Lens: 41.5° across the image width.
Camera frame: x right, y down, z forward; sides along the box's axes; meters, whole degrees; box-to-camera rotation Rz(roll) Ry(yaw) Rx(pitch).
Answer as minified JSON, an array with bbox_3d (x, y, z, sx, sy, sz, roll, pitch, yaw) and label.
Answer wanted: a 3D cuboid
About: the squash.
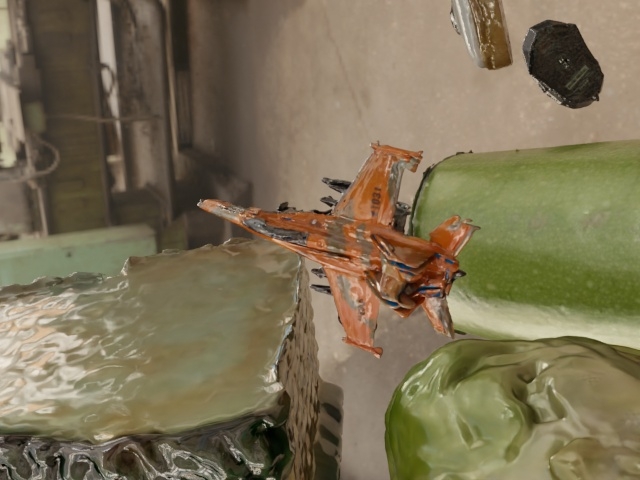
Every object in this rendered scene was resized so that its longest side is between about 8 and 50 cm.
[{"bbox_3d":[0.315,0.012,1.002,0.384,0.263,0.262,3,101,49],"label":"squash"}]

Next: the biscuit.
[{"bbox_3d":[0.126,-0.236,0.723,0.208,0.049,0.180,-75,-32,-56],"label":"biscuit"}]

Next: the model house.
[{"bbox_3d":[-0.197,0.262,0.904,0.395,0.446,0.399,-89,-10,-64],"label":"model house"}]

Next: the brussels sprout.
[{"bbox_3d":[0.211,0.189,0.699,0.317,0.274,0.242,1,65,47],"label":"brussels sprout"}]

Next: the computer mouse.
[{"bbox_3d":[0.372,-0.273,1.310,0.099,0.172,0.057,-48,25,7],"label":"computer mouse"}]

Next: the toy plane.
[{"bbox_3d":[0.006,-0.002,0.529,0.188,0.062,0.135,21,112,35],"label":"toy plane"}]
